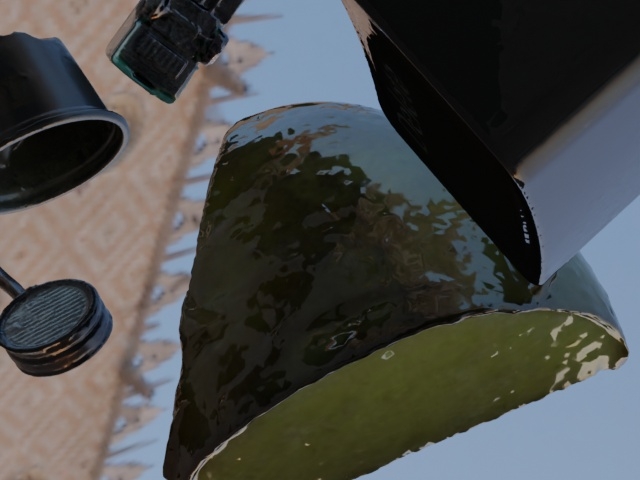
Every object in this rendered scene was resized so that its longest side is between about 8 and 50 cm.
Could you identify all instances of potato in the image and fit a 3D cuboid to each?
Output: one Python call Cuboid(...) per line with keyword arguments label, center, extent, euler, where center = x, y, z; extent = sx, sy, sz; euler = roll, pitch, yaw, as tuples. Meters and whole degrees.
Cuboid(label="potato", center=(0.000, 0.000, 0.873), extent=(0.112, 0.269, 0.255), euler=(78, -11, -48))

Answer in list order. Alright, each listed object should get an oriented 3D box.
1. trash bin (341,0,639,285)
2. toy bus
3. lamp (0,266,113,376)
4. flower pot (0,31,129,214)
Cuboid(label="trash bin", center=(0.131, -0.111, 0.602), extent=(0.225, 0.165, 0.115), euler=(-40, -110, -2))
Cuboid(label="toy bus", center=(-0.101, -0.253, 1.437), extent=(0.091, 0.261, 0.109), euler=(38, -4, -18))
Cuboid(label="lamp", center=(-0.233, 0.038, 1.070), extent=(0.371, 0.130, 0.108), euler=(15, -43, 45))
Cuboid(label="flower pot", center=(-0.252, -0.104, 1.291), extent=(0.157, 0.157, 0.107), euler=(-41, -112, 39))
